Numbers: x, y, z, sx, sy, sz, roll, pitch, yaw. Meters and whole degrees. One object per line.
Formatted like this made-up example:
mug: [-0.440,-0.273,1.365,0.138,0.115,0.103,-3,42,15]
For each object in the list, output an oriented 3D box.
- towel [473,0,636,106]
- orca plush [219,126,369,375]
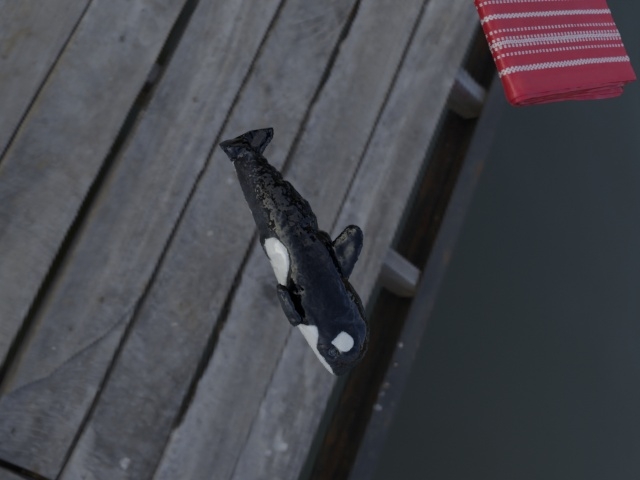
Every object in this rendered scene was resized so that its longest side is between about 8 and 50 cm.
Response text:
towel: [0.236,-0.281,0.975,0.198,0.031,0.275,-12,80,-33]
orca plush: [0.000,0.000,0.970,0.287,0.102,0.151,69,13,12]
